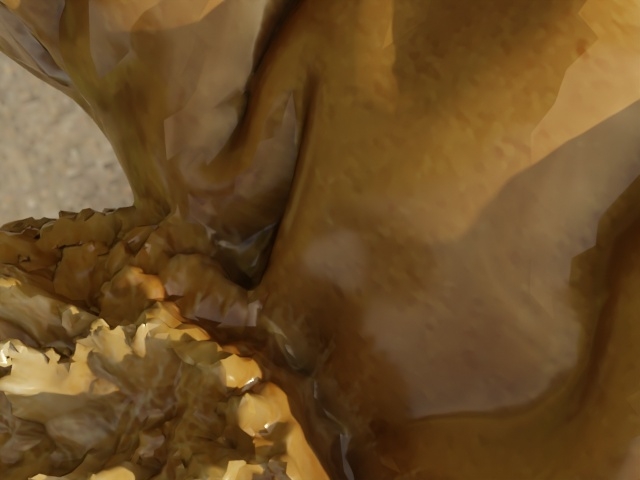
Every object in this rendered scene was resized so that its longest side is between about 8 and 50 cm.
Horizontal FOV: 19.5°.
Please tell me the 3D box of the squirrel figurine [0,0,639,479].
[{"bbox_3d":[0.000,0.000,0.551,0.397,0.370,0.281,-54,178,-5],"label":"squirrel figurine"}]
